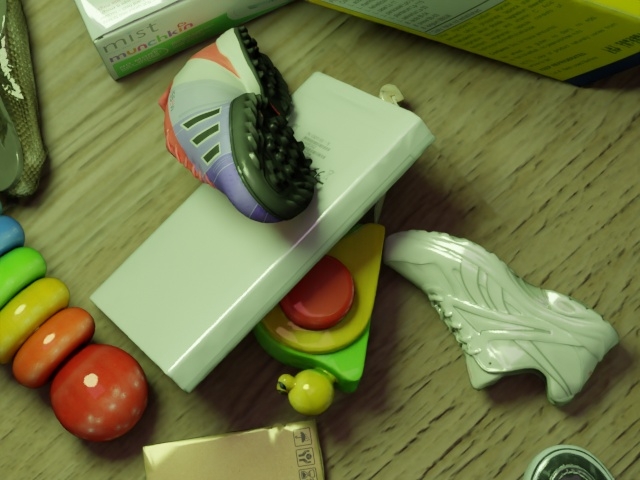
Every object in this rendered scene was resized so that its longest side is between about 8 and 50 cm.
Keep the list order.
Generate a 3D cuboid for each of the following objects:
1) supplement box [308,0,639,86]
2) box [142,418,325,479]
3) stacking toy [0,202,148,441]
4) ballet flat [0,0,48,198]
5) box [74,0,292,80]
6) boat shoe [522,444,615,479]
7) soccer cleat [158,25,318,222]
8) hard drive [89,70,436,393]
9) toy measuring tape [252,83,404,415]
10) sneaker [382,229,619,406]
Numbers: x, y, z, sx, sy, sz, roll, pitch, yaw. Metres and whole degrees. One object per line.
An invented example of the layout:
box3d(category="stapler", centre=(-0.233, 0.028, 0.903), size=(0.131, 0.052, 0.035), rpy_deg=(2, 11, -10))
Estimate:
box3d(category="supplement box", centre=(0.148, -0.291, 1.389), size=(0.357, 0.194, 0.195), rpy_deg=(14, 78, -22))
box3d(category="box", centre=(-0.070, 0.274, 1.430), size=(0.165, 0.021, 0.201), rpy_deg=(-9, 78, 0))
box3d(category="stacking toy", centre=(-0.286, 0.052, 1.442), size=(0.330, 0.141, 0.141), rpy_deg=(43, 82, 3))
box3d(category="ballet flat", centre=(-0.304, -0.157, 1.523), size=(0.084, 0.058, 0.249), rpy_deg=(-26, 68, 33))
box3d(category="box", centre=(-0.134, -0.320, 1.511), size=(0.262, 0.127, 0.231), rpy_deg=(-25, 78, -3))
box3d(category="boat shoe", centre=(0.241, 0.321, 1.361), size=(0.108, 0.102, 0.301), rpy_deg=(-6, 74, -1))
box3d(category="soccer cleat", centre=(-0.083, -0.086, 1.392), size=(0.116, 0.318, 0.108), rpy_deg=(-33, 118, 10))
box3d(category="hard drive", centre=(-0.059, -0.017, 1.418), size=(0.307, 0.203, 0.040), rpy_deg=(-46, 122, -7))
box3d(category="toy measuring tape", centre=(0.000, 0.000, 1.448), size=(0.121, 0.121, 0.330), rpy_deg=(8, 69, 4))
box3d(category="sneaker", centre=(0.149, 0.074, 1.433), size=(0.232, 0.090, 0.115), rpy_deg=(28, 84, 9))
